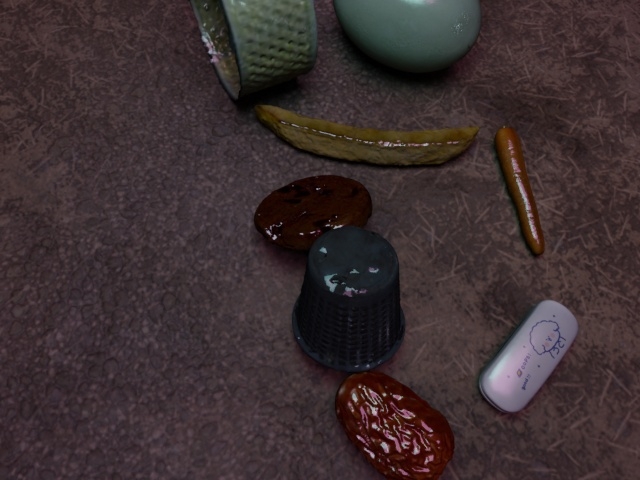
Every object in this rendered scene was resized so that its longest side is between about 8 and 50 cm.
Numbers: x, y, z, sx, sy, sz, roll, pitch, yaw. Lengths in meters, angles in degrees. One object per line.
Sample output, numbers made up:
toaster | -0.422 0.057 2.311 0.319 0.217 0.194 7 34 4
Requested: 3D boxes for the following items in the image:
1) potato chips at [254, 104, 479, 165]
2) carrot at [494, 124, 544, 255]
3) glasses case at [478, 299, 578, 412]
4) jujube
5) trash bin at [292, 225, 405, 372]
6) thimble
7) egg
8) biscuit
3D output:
potato chips | 0.079 -0.181 0.843 0.406 0.057 0.080 6 57 0
carrot | 0.352 -0.092 0.831 0.043 0.043 0.248 -6 72 -5
glasses case | 0.322 0.176 0.727 0.076 0.049 0.197 43 74 13
jujube | 0.099 0.260 0.664 0.176 0.109 0.112 36 36 18
trash bin | 0.045 0.074 0.667 0.175 0.161 0.176 1 50 -1
thimble | -0.123 -0.390 0.802 0.149 0.271 0.271 -23 73 -14
egg | 0.154 -0.421 0.856 0.282 0.203 0.203 29 71 12
biscuit | -0.012 -0.048 0.759 0.191 0.049 0.192 -5 36 3
